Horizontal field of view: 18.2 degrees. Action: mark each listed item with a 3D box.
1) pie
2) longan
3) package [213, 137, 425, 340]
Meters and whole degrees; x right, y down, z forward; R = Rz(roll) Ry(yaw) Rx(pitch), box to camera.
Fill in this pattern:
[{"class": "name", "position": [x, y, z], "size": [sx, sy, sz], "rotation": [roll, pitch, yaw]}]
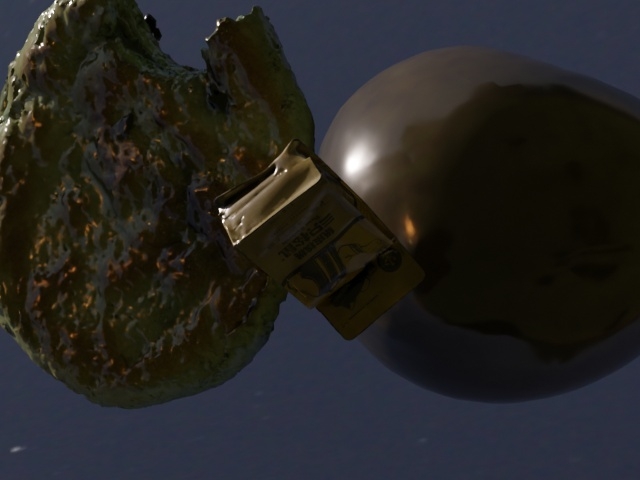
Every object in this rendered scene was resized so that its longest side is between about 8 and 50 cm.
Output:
[{"class": "pie", "position": [-0.126, -0.033, 1.351], "size": [0.067, 0.302, 0.303], "rotation": [0, -103, -59]}, {"class": "longan", "position": [0.129, -0.015, 1.406], "size": [0.300, 0.243, 0.300], "rotation": [2, -143, -2]}, {"class": "package", "position": [0.000, 0.000, 1.218], "size": [0.071, 0.047, 0.131], "rotation": [-42, -45, 8]}]
